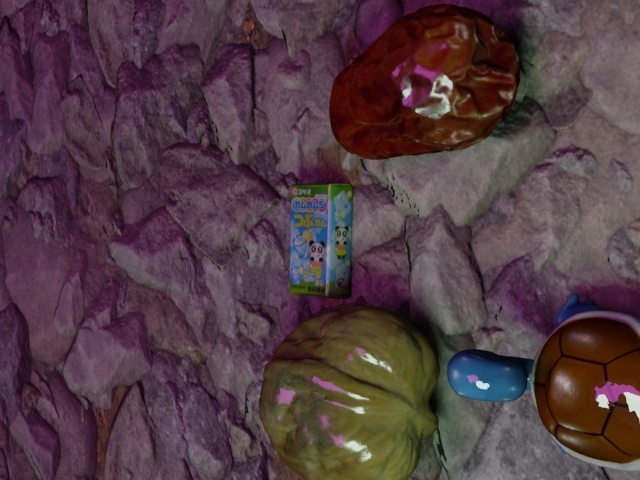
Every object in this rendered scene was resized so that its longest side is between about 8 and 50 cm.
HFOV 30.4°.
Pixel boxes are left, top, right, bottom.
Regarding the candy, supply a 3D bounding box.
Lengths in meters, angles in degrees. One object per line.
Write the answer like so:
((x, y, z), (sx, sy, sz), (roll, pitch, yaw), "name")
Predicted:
((0.000, 0.000, 2.001), (0.097, 0.062, 0.194), (3, 93, 46), "candy")

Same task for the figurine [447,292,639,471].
((0.388, 0.185, 1.541), (0.416, 0.243, 0.297), (7, 88, 24), "figurine")

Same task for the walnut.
((0.047, 0.247, 1.825), (0.277, 0.282, 0.253), (2, 133, 50), "walnut")

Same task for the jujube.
((0.137, -0.224, 1.767), (0.342, 0.216, 0.216), (-17, 79, 58), "jujube")
